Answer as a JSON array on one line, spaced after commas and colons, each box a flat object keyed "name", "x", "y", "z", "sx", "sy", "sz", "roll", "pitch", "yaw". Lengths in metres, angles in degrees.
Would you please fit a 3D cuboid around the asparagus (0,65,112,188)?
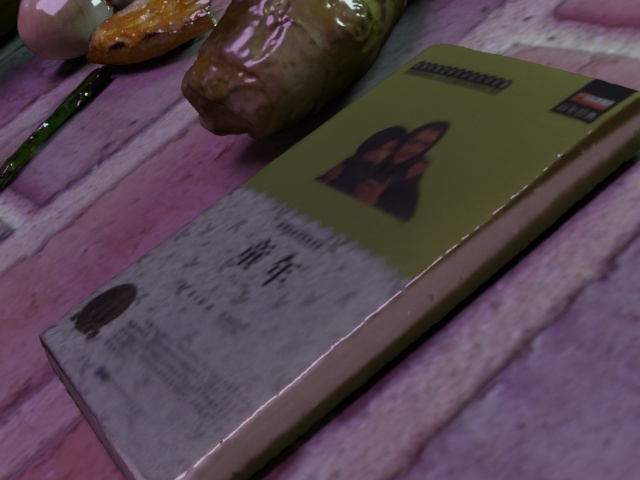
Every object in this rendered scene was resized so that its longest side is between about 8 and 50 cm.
[{"name": "asparagus", "x": -0.260, "y": -0.082, "z": 1.099, "sx": 0.023, "sy": 0.022, "sz": 0.233, "roll": 33, "pitch": 55, "yaw": 7}]

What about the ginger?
[{"name": "ginger", "x": 0.003, "y": -0.170, "z": 0.925, "sx": 0.109, "sy": 0.116, "sz": 0.263, "roll": 31, "pitch": 51, "yaw": 10}]

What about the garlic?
[{"name": "garlic", "x": -0.231, "y": -0.244, "z": 1.249, "sx": 0.124, "sy": 0.099, "sz": 0.174, "roll": 23, "pitch": 62, "yaw": 31}]

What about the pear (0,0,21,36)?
[{"name": "pear", "x": -0.434, "y": -0.373, "z": 1.373, "sx": 0.352, "sy": 0.352, "sz": 0.413, "roll": -20, "pitch": 39, "yaw": 16}]

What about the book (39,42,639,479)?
[{"name": "book", "x": 0.000, "y": 0.000, "z": 0.749, "sx": 0.352, "sy": 0.035, "sz": 0.239, "roll": -39, "pitch": 30, "yaw": -13}]

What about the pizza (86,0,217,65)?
[{"name": "pizza", "x": -0.150, "y": -0.200, "z": 1.159, "sx": 0.160, "sy": 0.036, "sz": 0.099, "roll": -7, "pitch": 39, "yaw": 33}]
